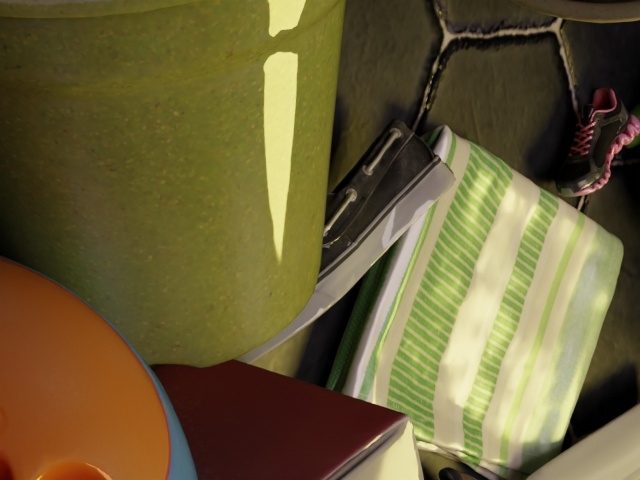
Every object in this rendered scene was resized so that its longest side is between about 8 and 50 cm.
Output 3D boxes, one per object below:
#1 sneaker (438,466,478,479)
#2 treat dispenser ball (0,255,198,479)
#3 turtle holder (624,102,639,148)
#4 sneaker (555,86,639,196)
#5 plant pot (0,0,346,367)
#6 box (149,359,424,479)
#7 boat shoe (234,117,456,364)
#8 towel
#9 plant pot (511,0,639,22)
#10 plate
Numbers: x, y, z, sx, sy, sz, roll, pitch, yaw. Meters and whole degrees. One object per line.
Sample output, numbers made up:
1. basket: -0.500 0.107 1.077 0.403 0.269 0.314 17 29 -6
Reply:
1. sneaker: 0.080 0.252 1.256 0.065 0.061 0.158 38 69 -18
2. treat dispenser ball: -0.197 0.141 0.717 0.288 0.288 0.288 -16 112 -45
3. turtle holder: 0.453 -0.110 1.433 0.320 0.227 0.243 -38 126 -36
4. sneaker: 0.229 -0.086 1.331 0.119 0.047 0.057 -53 128 -35
5. plant pot: -0.094 -0.079 0.821 0.276 0.276 0.254 -36 136 -37
6. box: -0.060 0.164 0.921 0.127 0.232 0.148 -34 123 -38
7. boat shoe: 0.000 0.000 1.077 0.070 0.078 0.219 48 62 -5
8. towel: 0.139 0.065 1.271 0.325 0.038 0.247 27 79 -49
9. plant pot: 0.270 -0.296 1.137 0.305 0.334 0.333 8 94 -60
10. plate: 0.264 0.296 1.445 0.278 0.045 0.277 -22 123 -46
